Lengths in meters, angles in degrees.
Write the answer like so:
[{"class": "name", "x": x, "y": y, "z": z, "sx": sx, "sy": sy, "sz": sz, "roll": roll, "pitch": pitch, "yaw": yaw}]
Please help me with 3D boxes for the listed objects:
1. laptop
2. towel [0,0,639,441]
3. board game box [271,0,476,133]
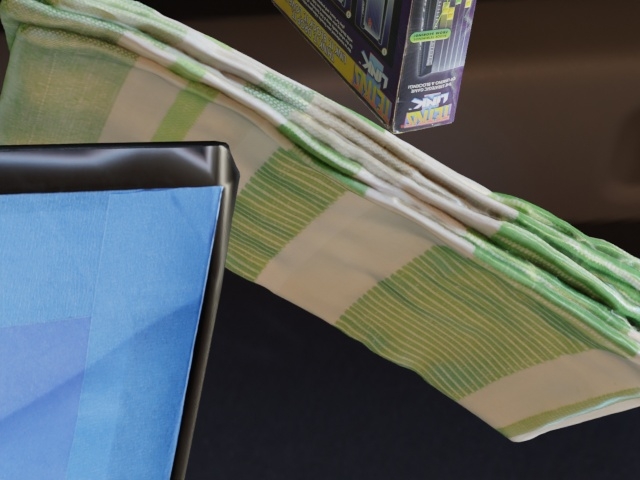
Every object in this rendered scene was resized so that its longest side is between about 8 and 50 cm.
[{"class": "laptop", "x": -0.095, "y": 0.126, "z": 0.328, "sx": 0.234, "sy": 0.264, "sz": 0.136, "roll": -5, "pitch": 152, "yaw": -39}, {"class": "towel", "x": 0.000, "y": 0.000, "z": 0.689, "sx": 0.325, "sy": 0.038, "sz": 0.248, "roll": 27, "pitch": 162, "yaw": -6}, {"class": "board game box", "x": 0.031, "y": -0.169, "z": 0.907, "sx": 0.048, "sy": 0.170, "sz": 0.141, "roll": -14, "pitch": 133, "yaw": -24}]
